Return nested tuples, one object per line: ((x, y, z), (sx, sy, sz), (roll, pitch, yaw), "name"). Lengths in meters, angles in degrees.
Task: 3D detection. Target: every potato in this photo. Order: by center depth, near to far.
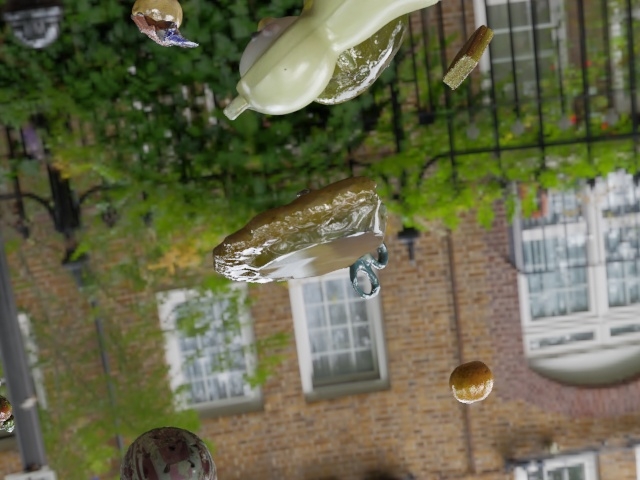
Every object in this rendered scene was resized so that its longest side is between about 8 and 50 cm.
((-0.281, -0.393, 1.730), (0.062, 0.068, 0.083), (6, -179, 42), "potato")
((0.057, -0.347, 1.744), (0.228, 0.148, 0.197), (-46, 173, -33), "potato")

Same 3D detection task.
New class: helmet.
((-0.236, 0.366, 1.586), (0.153, 0.177, 0.107), (-10, 149, -22), "helmet")

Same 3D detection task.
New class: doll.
((0.015, -0.225, 0.955), (0.296, 0.117, 0.141), (-38, -170, -2), "doll")

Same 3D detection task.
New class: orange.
((0.268, 0.252, 1.780), (0.083, 0.070, 0.083), (-18, 172, -3), "orange")

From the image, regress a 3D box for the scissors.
((0.042, -0.007, 1.859), (0.041, 0.289, 0.138), (-4, -126, 36), "scissors")

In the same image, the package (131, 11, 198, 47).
((-0.228, -0.306, 1.471), (0.077, 0.033, 0.111), (15, -174, -41), "package")

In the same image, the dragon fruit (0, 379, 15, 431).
((-0.522, 0.226, 1.431), (0.138, 0.175, 0.142), (-42, 169, -43), "dragon fruit")

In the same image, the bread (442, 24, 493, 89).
((0.269, -0.334, 1.822), (0.094, 0.035, 0.090), (-58, -175, -34), "bread")

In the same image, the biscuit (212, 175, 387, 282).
((0.000, 0.000, 1.628), (0.329, 0.078, 0.335), (-25, 162, 26), "biscuit")
